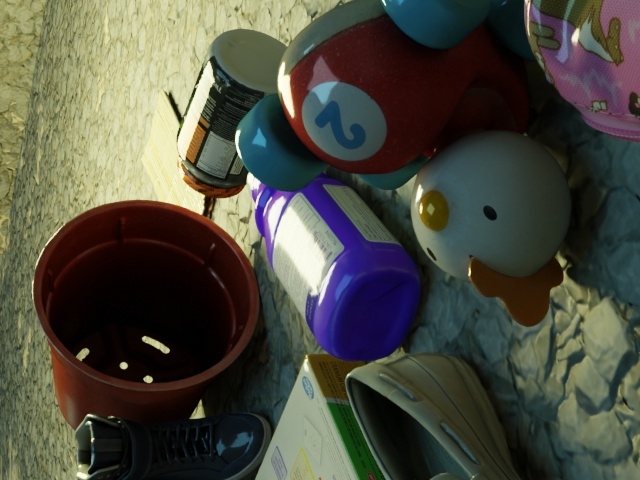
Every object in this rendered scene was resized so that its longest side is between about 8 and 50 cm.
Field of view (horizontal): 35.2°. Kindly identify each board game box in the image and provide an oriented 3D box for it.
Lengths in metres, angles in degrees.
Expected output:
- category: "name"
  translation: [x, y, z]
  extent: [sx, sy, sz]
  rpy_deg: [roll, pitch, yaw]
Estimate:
- category: "board game box"
  translation: [0.002, 0.307, 0.997]
  extent: [0.242, 0.064, 0.316]
  rpy_deg: [-115, 37, -44]

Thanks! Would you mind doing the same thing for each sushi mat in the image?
- category: "sushi mat"
  translation: [-0.225, -0.096, 1.562]
  extent: [0.316, 0.019, 0.151]
  rpy_deg: [61, 139, 48]

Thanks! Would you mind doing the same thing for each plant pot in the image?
- category: "plant pot"
  translation: [-0.238, 0.132, 1.322]
  extent: [0.265, 0.272, 0.272]
  rpy_deg: [114, 148, -52]

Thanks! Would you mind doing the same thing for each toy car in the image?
- category: "toy car"
  translation: [0.093, -0.049, 0.715]
  extent: [0.219, 0.210, 0.238]
  rpy_deg: [-41, 63, 42]

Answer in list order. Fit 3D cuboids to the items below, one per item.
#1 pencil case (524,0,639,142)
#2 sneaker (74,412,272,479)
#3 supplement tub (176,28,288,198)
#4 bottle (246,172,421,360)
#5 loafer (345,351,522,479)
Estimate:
- category: "pencil case"
  translation: [0.250, -0.083, 0.420]
  extent: [0.386, 0.167, 0.160]
  rpy_deg: [43, 158, 58]
- category: "sneaker"
  translation: [-0.186, 0.246, 1.197]
  extent: [0.226, 0.163, 0.086]
  rpy_deg: [-18, 64, 25]
- category: "supplement tub"
  translation: [-0.102, -0.145, 1.198]
  extent: [0.190, 0.117, 0.117]
  rpy_deg: [120, 143, -44]
- category: "bottle"
  translation: [0.000, 0.000, 0.999]
  extent: [0.283, 0.092, 0.118]
  rpy_deg: [53, 133, 53]
- category: "loafer"
  translation: [0.106, 0.210, 0.734]
  extent: [0.319, 0.111, 0.112]
  rpy_deg: [-119, 40, -48]
